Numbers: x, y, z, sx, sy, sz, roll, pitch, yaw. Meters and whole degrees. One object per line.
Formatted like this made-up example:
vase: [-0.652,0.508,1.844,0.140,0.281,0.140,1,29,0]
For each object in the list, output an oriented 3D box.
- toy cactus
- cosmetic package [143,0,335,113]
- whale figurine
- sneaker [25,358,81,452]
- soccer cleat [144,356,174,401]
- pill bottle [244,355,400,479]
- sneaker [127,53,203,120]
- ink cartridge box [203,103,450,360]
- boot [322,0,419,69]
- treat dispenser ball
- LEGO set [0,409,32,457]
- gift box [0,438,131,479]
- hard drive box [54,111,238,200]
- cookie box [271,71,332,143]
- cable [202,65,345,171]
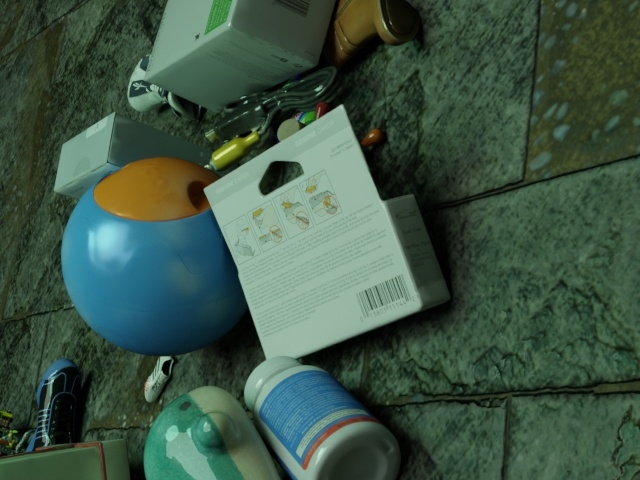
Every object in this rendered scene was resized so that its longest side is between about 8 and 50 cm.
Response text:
toy cactus: [0.013,-0.105,1.472,0.112,0.180,0.219,-24,58,22]
cosmetic package: [-0.123,-0.339,1.736,0.365,0.155,0.197,-11,62,60]
whale figurine: [-0.120,0.298,1.340,0.141,0.216,0.272,-26,39,-15]
sneaker: [-0.462,0.330,1.984,0.090,0.081,0.232,20,97,53]
soccer cleat: [-0.257,0.221,1.797,0.035,0.029,0.083,16,82,60]
pill bottle: [-0.008,0.227,1.369,0.221,0.124,0.124,38,105,54]
sneaker: [-0.269,-0.261,1.993,0.235,0.094,0.153,-26,44,33]
ink cartridge box: [0.000,0.000,1.426,0.296,0.066,0.261,-26,82,45]
boot: [0.061,-0.295,1.586,0.152,0.073,0.197,-46,31,30]
treat dispenser ball: [-0.227,0.024,1.625,0.288,0.288,0.288,-29,52,44]
LEGO set: [-0.669,0.456,2.039,0.331,0.255,0.192,-63,6,-9]
gift box: [-0.422,0.451,1.720,0.255,0.258,0.277,-8,87,50]
hard drive box: [-0.280,-0.103,1.809,0.181,0.232,0.089,-18,59,48]
cookie box: [-0.032,-0.189,1.682,0.092,0.040,0.107,-50,40,25]
cable: [-0.062,-0.188,1.659,0.287,0.072,0.139,-20,31,33]
